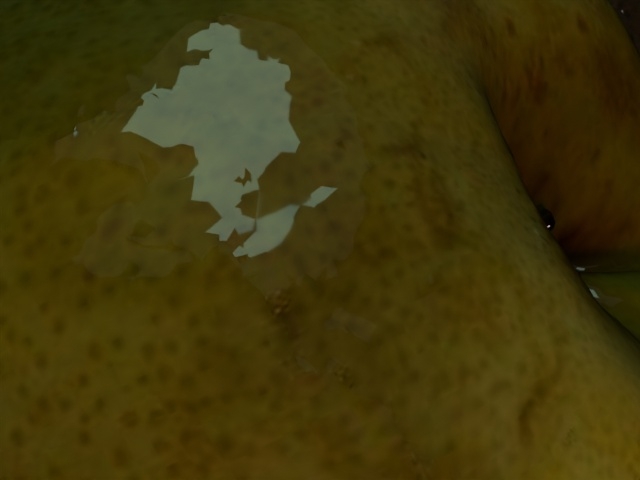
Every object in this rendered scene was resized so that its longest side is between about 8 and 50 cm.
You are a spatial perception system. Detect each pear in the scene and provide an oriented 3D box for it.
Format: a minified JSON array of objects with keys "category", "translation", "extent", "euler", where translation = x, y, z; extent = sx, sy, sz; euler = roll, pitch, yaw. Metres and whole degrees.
[{"category":"pear","translation":[-0.026,0.048,0.553],"extent":[0.304,0.304,0.304],"euler":[-3,32,2]}]

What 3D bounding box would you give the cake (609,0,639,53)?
[{"category":"cake","translation":[0.179,-0.032,0.818],"extent":[0.116,0.113,0.295],"euler":[-14,28,1]}]
